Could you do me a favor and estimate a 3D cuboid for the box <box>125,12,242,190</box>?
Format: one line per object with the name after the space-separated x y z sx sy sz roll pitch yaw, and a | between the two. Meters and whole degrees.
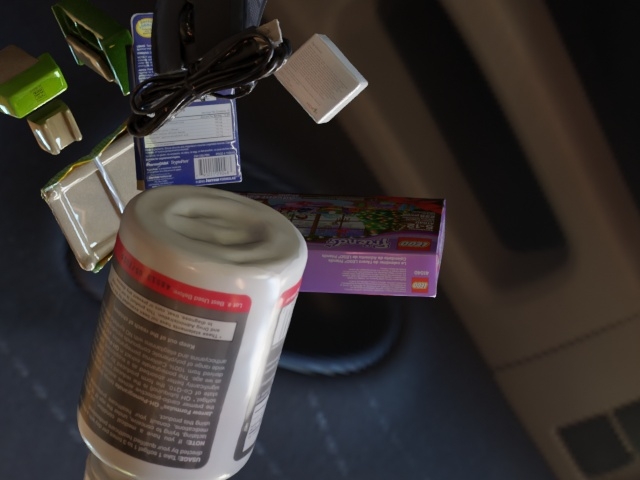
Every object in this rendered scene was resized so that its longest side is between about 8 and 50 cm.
-0.177 -0.182 2.083 0.136 0.225 0.036 -7 -172 -24 | box

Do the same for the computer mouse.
-0.106 -0.230 1.566 0.188 0.272 0.072 -24 125 27 | computer mouse

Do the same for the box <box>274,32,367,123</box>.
0.002 -0.232 2.319 0.102 0.087 0.101 49 -170 1 | box

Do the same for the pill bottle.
-0.133 0.122 1.538 0.176 0.176 0.318 16 114 0 | pill bottle

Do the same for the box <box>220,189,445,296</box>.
0.000 0.000 1.939 0.293 0.201 0.057 2 111 6 | box

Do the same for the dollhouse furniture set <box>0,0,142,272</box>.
-0.321 -0.142 2.180 0.151 0.197 0.301 34 153 47 | dollhouse furniture set
